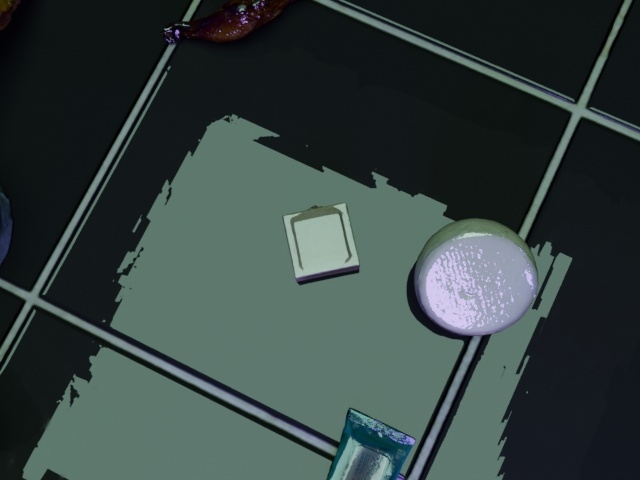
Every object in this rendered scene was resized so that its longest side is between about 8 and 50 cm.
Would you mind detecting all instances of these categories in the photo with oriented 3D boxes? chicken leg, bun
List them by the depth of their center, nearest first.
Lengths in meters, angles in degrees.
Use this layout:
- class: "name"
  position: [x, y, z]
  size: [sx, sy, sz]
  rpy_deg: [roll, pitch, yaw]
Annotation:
- class: "bun"
  position: [0.173, 0.032, 0.835]
  size: [0.138, 0.094, 0.138]
  rpy_deg: [2, 118, 5]
- class: "chicken leg"
  position: [-0.099, -0.294, 0.927]
  size: [0.205, 0.053, 0.093]
  rpy_deg: [-31, 57, -11]

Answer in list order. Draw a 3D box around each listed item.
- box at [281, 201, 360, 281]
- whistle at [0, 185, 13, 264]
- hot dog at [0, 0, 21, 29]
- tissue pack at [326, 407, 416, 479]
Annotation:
- class: "box"
  position: [0.000, 0.000, 0.874]
  size: [0.080, 0.035, 0.083]
  rpy_deg: [-11, 78, 0]
- class: "whistle"
  position: [-0.471, 0.043, 0.815]
  size: [0.188, 0.168, 0.404]
  rpy_deg: [-2, 79, 1]
- class: "hot dog"
  position: [-0.430, -0.252, 0.885]
  size: [0.083, 0.068, 0.288]
  rpy_deg: [18, 61, 2]
- class: "tissue pack"
  position: [0.043, 0.269, 0.828]
  size: [0.085, 0.028, 0.138]
  rpy_deg: [25, 77, 3]
